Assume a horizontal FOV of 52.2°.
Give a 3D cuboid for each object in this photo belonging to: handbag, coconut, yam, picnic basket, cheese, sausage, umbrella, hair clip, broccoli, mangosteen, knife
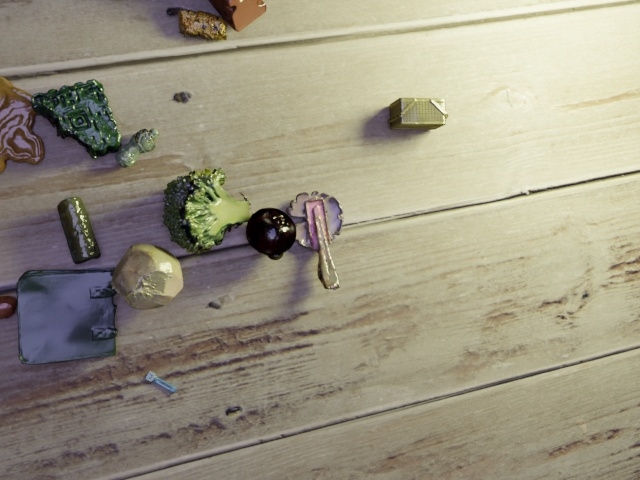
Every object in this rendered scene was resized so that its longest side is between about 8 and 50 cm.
[{"bbox_3d":[-0.680,0.201,1.769,0.260,0.079,0.247,-1,91,-19],"label":"handbag"},{"bbox_3d":[-0.465,0.098,1.774,0.195,0.194,0.194,0,89,-12],"label":"coconut"},{"bbox_3d":[-0.663,-0.026,1.786,0.078,0.078,0.179,-19,92,-12],"label":"yam"},{"bbox_3d":[0.294,-0.384,1.983,0.164,0.115,0.079,-2,92,-12],"label":"picnic basket"},{"bbox_3d":[-0.233,-0.702,1.861,0.128,0.203,0.177,-42,129,-12],"label":"cheese"},{"bbox_3d":[-0.892,0.179,1.741,0.170,0.065,0.065,0,89,-14],"label":"sausage"},{"bbox_3d":[-0.512,-0.263,1.831,0.143,0.062,0.067,-41,102,-7],"label":"umbrella"},{"bbox_3d":[-0.001,0.003,1.933,0.173,0.069,0.300,-8,81,-14],"label":"hair clip"},{"bbox_3d":[-0.344,-0.088,1.844,0.181,0.273,0.242,7,99,32],"label":"broccoli"},{"bbox_3d":[-0.144,-0.017,1.872,0.153,0.152,0.152,0,89,-12],"label":"mangosteen"},{"bbox_3d":[-0.452,0.405,1.857,0.096,0.010,0.027,32,83,-10],"label":"knife"}]

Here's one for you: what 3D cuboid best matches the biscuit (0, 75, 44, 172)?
[{"bbox_3d":[-0.917,-0.324,1.751,0.376,0.051,0.269,32,84,-11],"label":"biscuit"}]

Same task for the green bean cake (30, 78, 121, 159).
[{"bbox_3d":[-0.654,-0.318,1.769,0.194,0.107,0.208,-23,98,-23],"label":"green bean cake"}]

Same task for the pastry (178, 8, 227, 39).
[{"bbox_3d":[-0.337,-0.620,1.879,0.140,0.056,0.079,0,100,-15],"label":"pastry"}]
